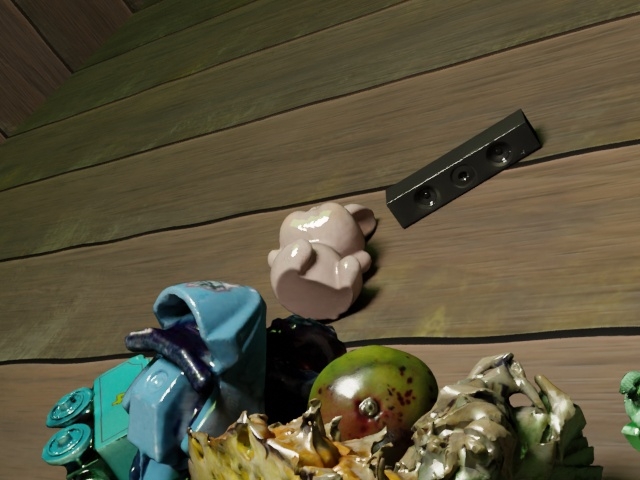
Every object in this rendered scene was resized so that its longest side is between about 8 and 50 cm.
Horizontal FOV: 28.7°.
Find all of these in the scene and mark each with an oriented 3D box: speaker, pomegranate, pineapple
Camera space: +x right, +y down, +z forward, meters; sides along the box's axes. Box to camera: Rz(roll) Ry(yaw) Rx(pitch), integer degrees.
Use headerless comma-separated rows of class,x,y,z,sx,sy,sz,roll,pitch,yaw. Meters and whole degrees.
speaker,0.167,-0.085,1.483,0.191,0.040,0.046,-32,23,15
pomegranate,0.051,0.158,1.119,0.130,0.130,0.130,-31,24,15
pineapple,0.083,0.183,0.873,0.271,0.263,0.262,-22,13,-31

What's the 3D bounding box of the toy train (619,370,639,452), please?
toy train,0.282,0.120,0.899,0.149,0.081,0.099,-41,22,-22

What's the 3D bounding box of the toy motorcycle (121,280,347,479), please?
toy motorcycle,-0.149,0.197,1.168,0.416,0.232,0.172,-45,36,-16

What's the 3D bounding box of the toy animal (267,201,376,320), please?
toy animal,0.000,-0.002,1.473,0.124,0.124,0.212,-26,29,25

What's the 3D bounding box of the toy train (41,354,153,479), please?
toy train,-0.227,0.218,1.412,0.154,0.107,0.198,-28,24,4
